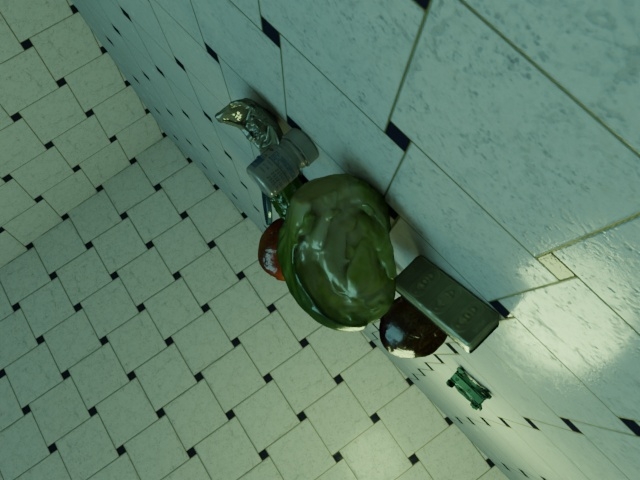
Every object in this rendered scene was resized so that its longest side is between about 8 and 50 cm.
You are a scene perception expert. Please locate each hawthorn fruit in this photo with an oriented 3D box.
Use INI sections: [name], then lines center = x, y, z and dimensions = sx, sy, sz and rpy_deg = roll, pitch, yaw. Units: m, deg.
[hawthorn fruit]
center = -0.129, 0.018, 2.104
dimensions = 0.276, 0.276, 0.307
rpy_deg = 51, -174, -21

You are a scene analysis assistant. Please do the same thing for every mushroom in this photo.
[mushroom]
center = 0.277, 0.265, 1.481
dimensions = 0.231, 0.194, 0.138
rpy_deg = 40, 176, -34

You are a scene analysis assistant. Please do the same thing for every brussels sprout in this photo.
[brussels sprout]
center = 0.035, 0.027, 1.225
dimensions = 0.315, 0.276, 0.371
rpy_deg = -119, 17, -70

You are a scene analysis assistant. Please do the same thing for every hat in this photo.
[hat]
center = -0.166, -0.321, 1.421
dimensions = 0.214, 0.149, 0.244
rpy_deg = 43, -153, -11

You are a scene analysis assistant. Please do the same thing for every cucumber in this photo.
[cucumber]
center = -0.121, -0.189, 1.608
dimensions = 0.134, 0.134, 0.244
rpy_deg = 34, 159, 53

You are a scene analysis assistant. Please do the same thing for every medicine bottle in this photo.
[medicine bottle]
center = -0.098, -0.199, 1.296
dimensions = 0.105, 0.168, 0.105
rpy_deg = 46, 170, 10

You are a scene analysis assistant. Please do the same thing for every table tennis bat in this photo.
[table tennis bat]
center = -0.212, -0.195, 1.930
dimensions = 0.329, 0.044, 0.215
rpy_deg = 93, 168, -55

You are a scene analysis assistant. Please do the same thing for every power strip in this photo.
[power strip]
center = 0.288, 0.143, 1.198
dimensions = 0.257, 0.105, 0.070
rpy_deg = 40, 167, 33

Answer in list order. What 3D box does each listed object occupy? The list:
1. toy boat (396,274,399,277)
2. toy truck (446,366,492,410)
[toy boat]
center = 0.110, 0.041, 1.498
dimensions = 0.219, 0.072, 0.318
rpy_deg = -5, 135, 38
[toy truck]
center = 0.532, 0.529, 1.807
dimensions = 0.154, 0.080, 0.078
rpy_deg = 41, -170, 33
